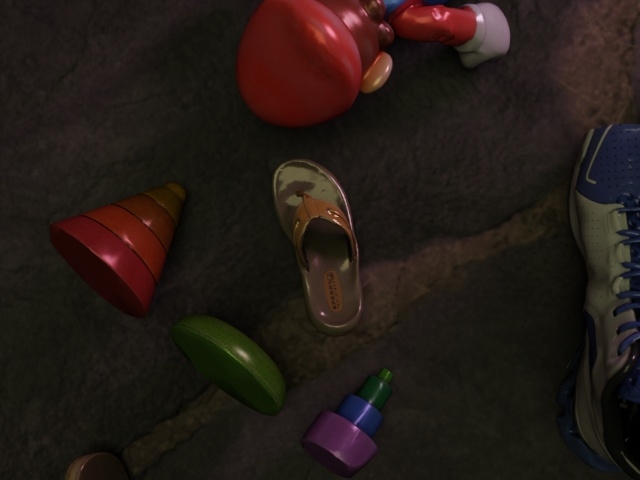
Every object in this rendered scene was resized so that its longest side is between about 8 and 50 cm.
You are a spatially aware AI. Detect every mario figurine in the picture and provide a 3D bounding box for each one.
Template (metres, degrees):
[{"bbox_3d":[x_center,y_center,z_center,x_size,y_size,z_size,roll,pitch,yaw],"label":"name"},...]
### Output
[{"bbox_3d":[0.052,-0.226,0.670,0.320,0.170,0.198,-43,50,-6],"label":"mario figurine"}]

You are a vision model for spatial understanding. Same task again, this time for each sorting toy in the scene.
[{"bbox_3d":[-0.076,0.066,0.687,0.366,0.127,0.126,37,64,2],"label":"sorting toy"}]

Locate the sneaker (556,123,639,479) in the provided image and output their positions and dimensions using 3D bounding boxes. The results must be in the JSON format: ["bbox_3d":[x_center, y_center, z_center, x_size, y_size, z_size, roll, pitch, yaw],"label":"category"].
[{"bbox_3d":[0.282,0.059,0.594,0.128,0.182,0.315,4,90,4],"label":"sneaker"}]

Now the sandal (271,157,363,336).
[{"bbox_3d":[0.000,0.000,0.678,0.072,0.049,0.180,-13,73,-1],"label":"sandal"}]

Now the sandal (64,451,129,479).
[{"bbox_3d":[-0.222,0.332,0.708,0.079,0.088,0.240,-17,80,36],"label":"sandal"}]
